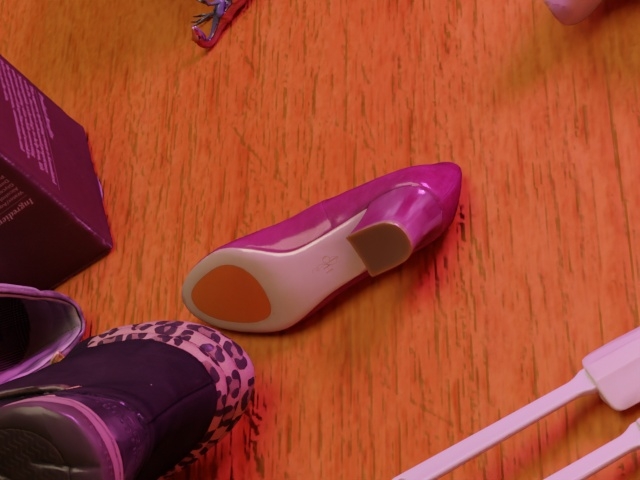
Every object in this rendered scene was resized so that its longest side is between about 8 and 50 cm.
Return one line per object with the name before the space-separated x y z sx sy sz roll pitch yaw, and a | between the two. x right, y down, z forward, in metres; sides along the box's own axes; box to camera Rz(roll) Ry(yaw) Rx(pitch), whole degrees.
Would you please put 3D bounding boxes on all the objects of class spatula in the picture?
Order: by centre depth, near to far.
spatula | 0.170 0.150 1.200 0.242 0.019 0.168 -30 46 1

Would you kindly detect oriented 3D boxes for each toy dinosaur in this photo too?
toy dinosaur | -0.088 -0.216 1.675 0.090 0.047 0.082 0 77 24

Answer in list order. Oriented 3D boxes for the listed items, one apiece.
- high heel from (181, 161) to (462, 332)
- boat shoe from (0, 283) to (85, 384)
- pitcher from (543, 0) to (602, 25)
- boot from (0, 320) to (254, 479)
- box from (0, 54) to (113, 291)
high heel | 0.000 0.000 1.443 0.244 0.082 0.117 -26 13 38
boat shoe | -0.311 0.082 1.439 0.119 0.335 0.121 -13 96 29
pitcher | 0.275 -0.263 1.394 0.207 0.125 0.178 -18 34 40
boot | -0.246 0.170 1.335 0.377 0.284 0.138 -24 91 27
box | -0.318 -0.056 1.606 0.167 0.203 0.168 -33 45 13
